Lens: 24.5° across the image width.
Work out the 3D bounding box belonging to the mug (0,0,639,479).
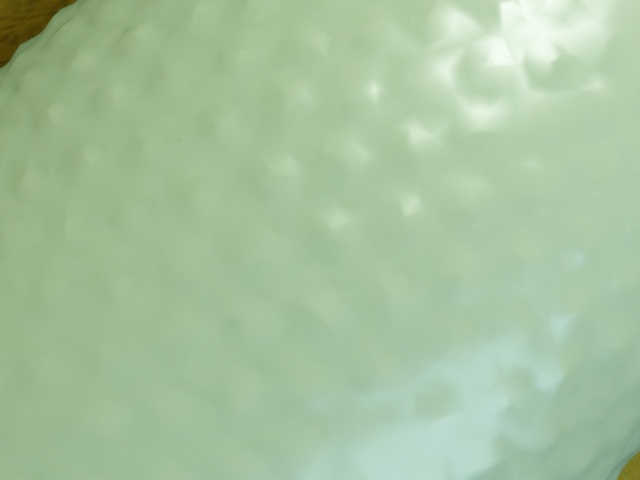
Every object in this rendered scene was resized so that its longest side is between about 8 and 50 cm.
[{"bbox_3d":[0.000,0.000,0.607,0.328,0.276,0.374,-46,-173,4],"label":"mug"}]
